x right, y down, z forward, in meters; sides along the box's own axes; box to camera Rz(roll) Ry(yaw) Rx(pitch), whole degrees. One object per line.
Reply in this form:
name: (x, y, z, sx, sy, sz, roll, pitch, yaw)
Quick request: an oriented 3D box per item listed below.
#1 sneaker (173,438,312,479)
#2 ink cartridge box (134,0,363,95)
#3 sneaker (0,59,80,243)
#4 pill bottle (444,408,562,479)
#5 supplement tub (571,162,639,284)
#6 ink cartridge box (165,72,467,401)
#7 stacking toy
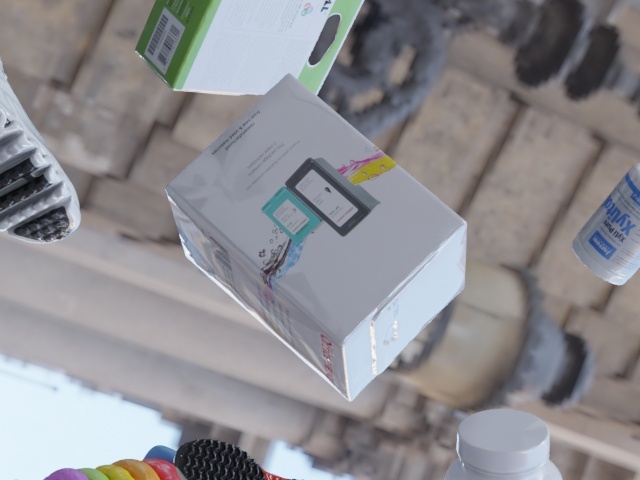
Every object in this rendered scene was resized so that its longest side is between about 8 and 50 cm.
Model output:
sneaker: (-0.060, 0.231, 1.762, 0.075, 0.161, 0.057, 123, -15, -60)
ink cartridge box: (-0.085, -0.287, 2.536, 0.097, 0.255, 0.188, 46, -60, 36)
sneaker: (-0.317, -0.120, 1.848, 0.110, 0.292, 0.118, -20, -147, 26)
pill bottle: (0.183, 0.285, 1.976, 0.121, 0.121, 0.216, -136, -140, -59)
supplement tub: (0.306, -0.017, 1.942, 0.107, 0.071, 0.071, -54, -148, 23)
ink cartridge box: (0.000, 0.000, 2.178, 0.197, 0.270, 0.198, -44, 162, -14)
stacking toy: (-0.282, 0.332, 2.364, 0.166, 0.302, 0.175, 25, -82, 45)
